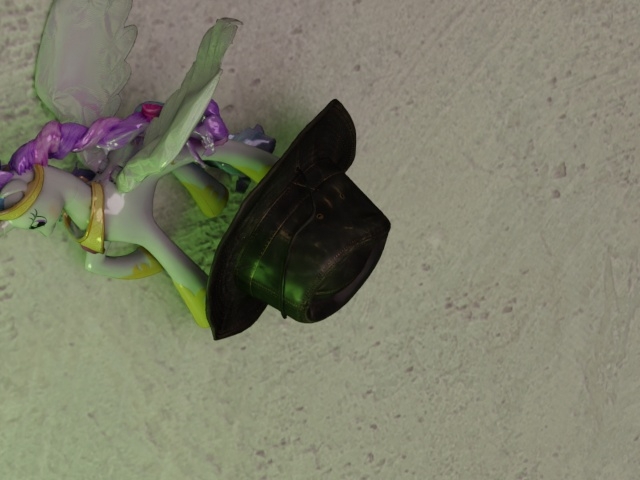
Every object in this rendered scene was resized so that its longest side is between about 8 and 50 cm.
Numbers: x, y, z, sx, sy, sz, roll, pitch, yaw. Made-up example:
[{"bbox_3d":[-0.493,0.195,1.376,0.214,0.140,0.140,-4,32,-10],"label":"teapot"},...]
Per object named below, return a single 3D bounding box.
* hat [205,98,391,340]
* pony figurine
[{"bbox_3d":[0.000,0.000,1.580,0.331,0.134,0.331,-55,163,-26],"label":"hat"},{"bbox_3d":[-0.201,-0.097,1.491,0.363,0.302,0.351,26,93,-48],"label":"pony figurine"}]
